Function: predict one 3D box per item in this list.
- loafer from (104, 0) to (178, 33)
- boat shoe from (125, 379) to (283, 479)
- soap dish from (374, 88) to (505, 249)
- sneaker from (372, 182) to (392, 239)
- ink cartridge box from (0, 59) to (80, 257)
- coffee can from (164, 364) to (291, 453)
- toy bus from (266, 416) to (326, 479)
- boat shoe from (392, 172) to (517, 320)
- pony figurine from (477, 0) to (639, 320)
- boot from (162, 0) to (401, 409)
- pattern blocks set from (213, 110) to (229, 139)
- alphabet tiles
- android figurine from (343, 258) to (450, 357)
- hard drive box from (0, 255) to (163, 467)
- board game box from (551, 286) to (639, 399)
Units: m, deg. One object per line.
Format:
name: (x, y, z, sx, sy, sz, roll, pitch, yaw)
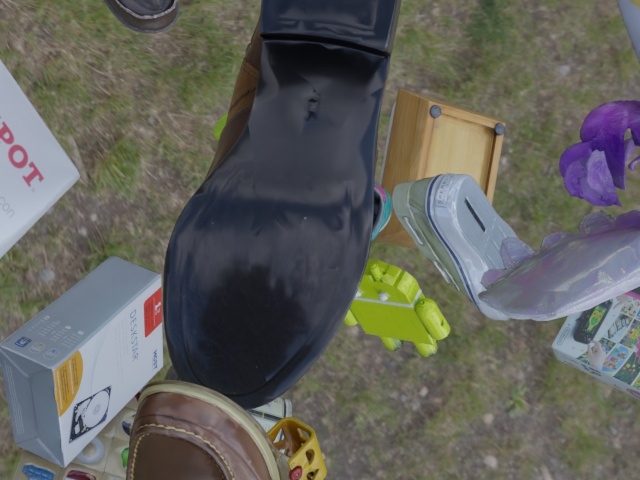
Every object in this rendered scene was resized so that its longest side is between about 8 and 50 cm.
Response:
loafer: (-0.331, -0.525, 1.423, 0.134, 0.130, 0.366, -21, 96, -15)
boat shoe: (-0.054, 0.132, 0.376, 0.064, 0.060, 0.178, 12, 133, 9)
soap dish: (0.229, -0.123, 1.631, 0.229, 0.118, 0.291, 11, 89, -30)
sneaker: (0.000, 0.000, 1.397, 0.295, 0.178, 0.124, -40, 79, -8)
ink cartridge box: (-0.323, -0.023, 0.486, 0.306, 0.131, 0.226, -54, 135, -31)
coffee can: (-0.225, 0.408, 1.881, 0.275, 0.201, 0.201, 18, 98, -11)
toy bus: (-0.040, 0.432, 1.635, 0.104, 0.202, 0.191, -40, 89, -31)
boat shoe: (0.190, 0.006, 1.137, 0.302, 0.094, 0.109, 53, 56, -46)
pony figurine: (0.251, -0.040, 0.523, 0.303, 0.351, 0.363, -12, 102, 3)
boot: (-0.013, -0.058, 0.530, 0.096, 0.280, 0.264, 7, 98, 2)
pattern blocks set: (-0.060, -0.255, 1.468, 0.285, 0.325, 0.026, -26, 119, 21)
alphabet tiles: (-0.277, 0.335, 1.208, 0.285, 0.342, 0.011, 20, 130, -14)
android figurine: (0.130, 0.129, 1.683, 0.056, 0.248, 0.273, -59, 137, -29)
hard drive box: (-0.319, 0.160, 1.182, 0.232, 0.089, 0.181, -49, 151, -50)
board game box: (0.597, 0.172, 1.503, 0.224, 0.303, 0.097, -58, 149, -10)
